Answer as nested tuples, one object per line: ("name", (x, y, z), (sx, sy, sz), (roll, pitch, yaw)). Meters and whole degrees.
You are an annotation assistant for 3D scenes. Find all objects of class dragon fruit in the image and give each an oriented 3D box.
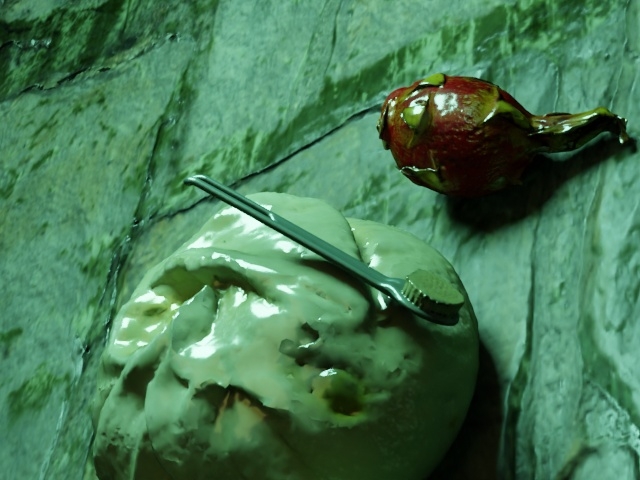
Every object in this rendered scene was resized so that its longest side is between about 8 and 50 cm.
("dragon fruit", (0.172, -0.104, 1.601), (0.246, 0.125, 0.125), (-2, 76, 15))

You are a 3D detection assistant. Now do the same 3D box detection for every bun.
("bun", (-0.046, 0.104, 1.460), (0.365, 0.219, 0.365), (-21, 41, 20))

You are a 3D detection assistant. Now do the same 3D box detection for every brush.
("brush", (0.000, 0.000, 1.382), (0.266, 0.062, 0.027), (28, 109, 16))
